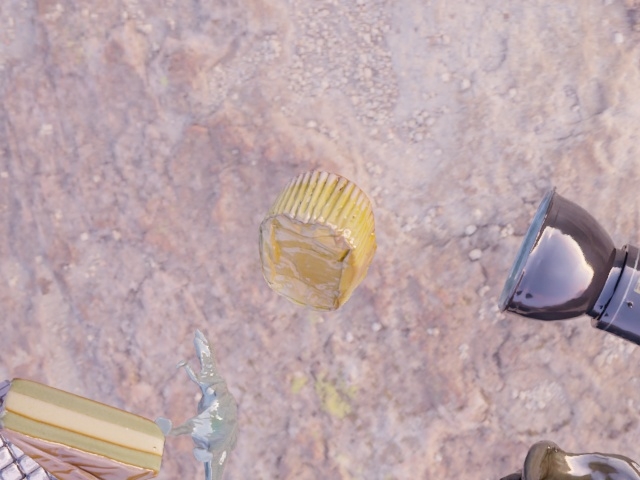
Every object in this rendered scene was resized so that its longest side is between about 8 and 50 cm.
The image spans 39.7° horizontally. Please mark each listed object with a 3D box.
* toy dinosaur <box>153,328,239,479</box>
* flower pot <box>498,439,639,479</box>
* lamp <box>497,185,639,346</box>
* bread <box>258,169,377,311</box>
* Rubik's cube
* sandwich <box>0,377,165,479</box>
[{"bbox_3d":[-0.194,0.348,1.518,0.092,0.205,0.392,-16,84,14],"label":"toy dinosaur"},{"bbox_3d":[0.344,0.407,1.168,0.302,0.302,0.213,32,109,22],"label":"flower pot"},{"bbox_3d":[0.320,0.053,0.933,0.228,0.172,0.147,23,89,8],"label":"lamp"},{"bbox_3d":[0.000,0.000,1.465,0.179,0.133,0.250,14,142,14],"label":"bread"},{"bbox_3d":[-0.722,0.489,1.991,0.237,0.238,0.236,15,133,56],"label":"Rubik's cube"},{"bbox_3d":[-0.271,0.215,1.021,0.114,0.079,0.163,-18,131,17],"label":"sandwich"}]
